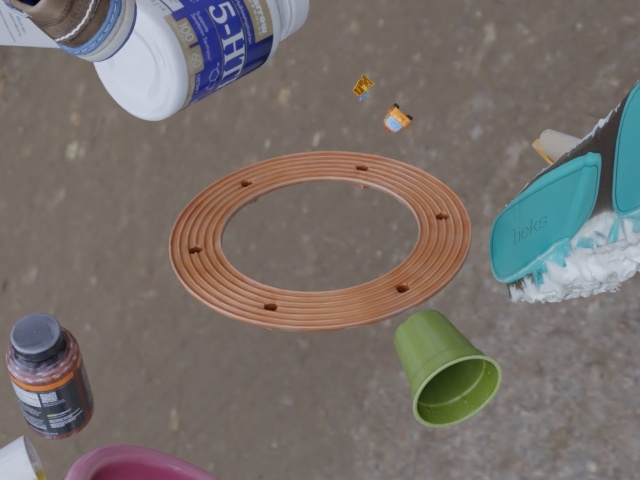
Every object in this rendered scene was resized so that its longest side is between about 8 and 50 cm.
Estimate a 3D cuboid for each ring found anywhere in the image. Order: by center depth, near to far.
[{"bbox_3d":[0.000,0.000,1.497,0.337,0.336,0.032,-119,19,-52],"label":"ring"}]

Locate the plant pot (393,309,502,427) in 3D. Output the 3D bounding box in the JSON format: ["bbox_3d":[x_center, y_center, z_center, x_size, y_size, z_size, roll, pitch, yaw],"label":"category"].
[{"bbox_3d":[0.101,0.103,1.157,0.083,0.083,0.079,-59,40,27],"label":"plant pot"}]

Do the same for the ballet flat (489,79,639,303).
[{"bbox_3d":[0.266,-0.044,1.039,0.409,0.147,0.147,138,139,-67],"label":"ballet flat"}]

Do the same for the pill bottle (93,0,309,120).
[{"bbox_3d":[-0.100,-0.190,1.188,0.112,0.186,0.112,26,133,31],"label":"pill bottle"}]

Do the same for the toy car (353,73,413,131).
[{"bbox_3d":[0.087,-0.203,2.024,0.040,0.122,0.060,-49,25,6],"label":"toy car"}]

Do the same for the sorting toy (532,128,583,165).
[{"bbox_3d":[0.321,-0.029,1.412,0.047,0.196,0.347,-50,21,-1],"label":"sorting toy"}]

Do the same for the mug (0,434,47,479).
[{"bbox_3d":[-0.318,0.247,1.381,0.062,0.064,0.078,79,166,-63],"label":"mug"}]

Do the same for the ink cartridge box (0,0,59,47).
[{"bbox_3d":[-0.426,-0.353,1.615,0.121,0.289,0.211,83,-169,-68],"label":"ink cartridge box"}]

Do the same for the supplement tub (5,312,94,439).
[{"bbox_3d":[-0.385,0.189,1.914,0.198,0.106,0.106,88,171,-49],"label":"supplement tub"}]

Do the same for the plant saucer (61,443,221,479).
[{"bbox_3d":[-0.100,0.317,1.151,0.084,0.332,0.332,-51,34,13],"label":"plant saucer"}]

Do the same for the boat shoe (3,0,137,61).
[{"bbox_3d":[-0.169,-0.172,0.746,0.066,0.066,0.183,-52,57,9],"label":"boat shoe"}]
